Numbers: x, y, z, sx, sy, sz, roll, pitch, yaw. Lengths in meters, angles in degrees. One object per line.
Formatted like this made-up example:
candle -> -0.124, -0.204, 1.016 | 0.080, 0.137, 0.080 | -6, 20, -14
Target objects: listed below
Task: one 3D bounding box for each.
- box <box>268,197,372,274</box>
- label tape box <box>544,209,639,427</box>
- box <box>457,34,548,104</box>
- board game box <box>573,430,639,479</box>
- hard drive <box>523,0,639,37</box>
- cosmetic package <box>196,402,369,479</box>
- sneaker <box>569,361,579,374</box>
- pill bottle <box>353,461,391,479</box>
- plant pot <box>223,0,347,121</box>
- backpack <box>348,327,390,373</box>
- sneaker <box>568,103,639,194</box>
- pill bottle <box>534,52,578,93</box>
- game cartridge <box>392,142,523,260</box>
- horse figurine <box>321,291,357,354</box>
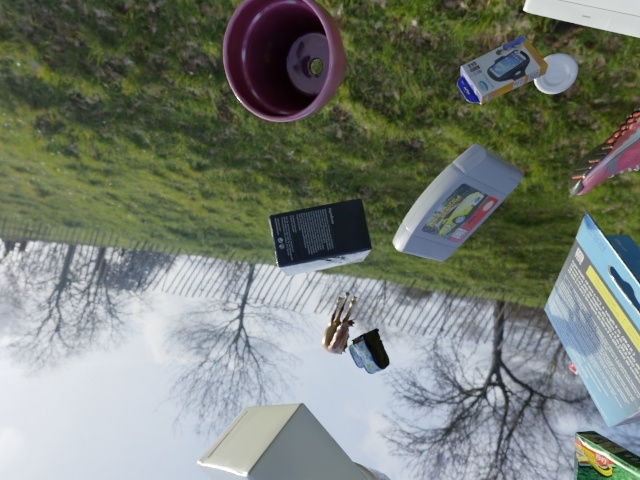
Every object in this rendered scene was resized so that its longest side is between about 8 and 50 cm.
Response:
box -> 0.000, 0.000, 0.718 | 0.159, 0.093, 0.156 | -12, 170, -1
label tape box -> 0.485, 0.127, 0.625 | 0.106, 0.240, 0.333 | -16, 143, 6
box -> 0.320, -0.304, 0.719 | 0.136, 0.081, 0.028 | -24, 156, 7
board game box -> 0.287, 0.260, 0.281 | 0.031, 0.136, 0.260 | 5, 178, -8
hard drive -> 0.497, -0.525, 0.621 | 0.233, 0.047, 0.352 | 30, 149, 24
cosmetic package -> -0.054, 0.406, 0.672 | 0.224, 0.138, 0.225 | 52, 141, -6
sneaker -> 0.810, 0.268, 1.207 | 0.119, 0.278, 0.107 | 25, 177, 40
pill bottle -> 0.124, 0.800, 1.194 | 0.224, 0.223, 0.392 | 18, 156, 30
plant pot -> -0.040, -0.319, 0.714 | 0.202, 0.201, 0.180 | 17, -156, 16
backpack -> 0.145, 0.331, 1.172 | 0.105, 0.084, 0.114 | -3, -120, -56
sneaker -> 0.801, -0.220, 1.033 | 0.136, 0.313, 0.116 | 42, -162, 3
pill bottle -> 0.718, -0.510, 1.218 | 0.112, 0.111, 0.187 | 17, -152, 24
game cartridge -> 0.308, -0.074, 0.923 | 0.196, 0.294, 0.060 | 15, -146, -34
horse figurine -> 0.051, 0.227, 1.028 | 0.066, 0.174, 0.263 | 17, 179, 8
